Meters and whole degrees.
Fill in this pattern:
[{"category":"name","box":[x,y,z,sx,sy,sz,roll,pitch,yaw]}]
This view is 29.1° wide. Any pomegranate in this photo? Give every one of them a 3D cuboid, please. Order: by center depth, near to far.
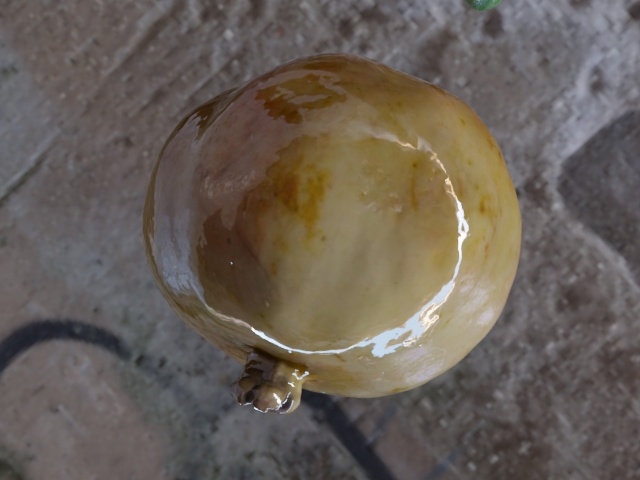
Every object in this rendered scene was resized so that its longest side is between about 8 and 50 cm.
[{"category":"pomegranate","box":[0.000,0.000,1.320,0.411,0.411,0.411,-42,178,-2]}]

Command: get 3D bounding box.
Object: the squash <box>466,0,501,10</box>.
[{"category":"squash","box":[0.275,-0.404,1.847,0.068,0.077,0.219,-37,-174,-23]}]
